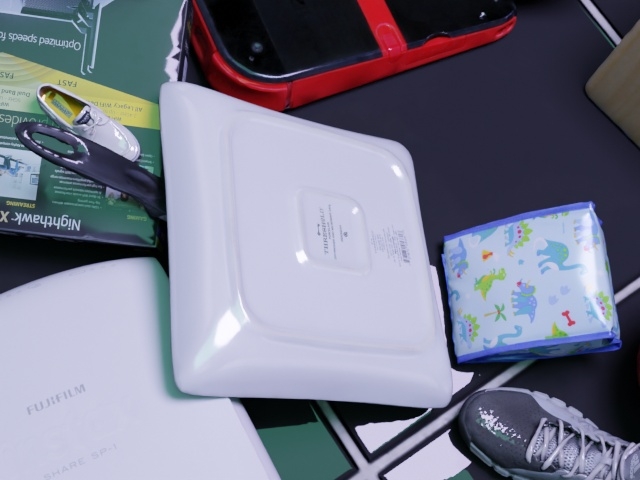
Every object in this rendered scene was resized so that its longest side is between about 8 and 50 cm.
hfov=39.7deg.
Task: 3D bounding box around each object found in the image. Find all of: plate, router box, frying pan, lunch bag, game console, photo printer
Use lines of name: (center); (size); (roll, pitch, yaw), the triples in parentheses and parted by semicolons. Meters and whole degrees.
plate: (0.000, 0.000, 0.763); (0.278, 0.045, 0.277); (11, 59, -34)
router box: (-0.282, -0.126, 0.802); (0.309, 0.081, 0.242); (7, 84, -5)
frying pan: (-0.096, 0.004, 0.765); (0.326, 0.053, 0.197); (-2, 78, -35)
lunch bag: (0.193, 0.045, 0.829); (0.151, 0.096, 0.128); (-11, 71, 20)
game console: (-0.012, -0.341, 0.955); (0.342, 0.060, 0.386); (-20, 76, -19)
photo printer: (-0.188, 0.159, 0.696); (0.256, 0.107, 0.307); (-22, 57, -15)

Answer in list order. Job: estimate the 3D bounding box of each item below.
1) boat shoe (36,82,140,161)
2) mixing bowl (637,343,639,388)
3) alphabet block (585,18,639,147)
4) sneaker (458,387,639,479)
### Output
boat shoe: (-0.197, -0.099, 0.749); (0.100, 0.035, 0.035); (38, 82, -2)
mixing bowl: (0.367, 0.124, 0.821); (0.182, 0.098, 0.181); (2, 71, -6)
alphabet block: (0.419, -0.179, 0.876); (0.192, 0.197, 0.193); (-41, 81, -18)
sneaker: (0.240, 0.182, 0.767); (0.229, 0.132, 0.086); (24, 70, 0)
